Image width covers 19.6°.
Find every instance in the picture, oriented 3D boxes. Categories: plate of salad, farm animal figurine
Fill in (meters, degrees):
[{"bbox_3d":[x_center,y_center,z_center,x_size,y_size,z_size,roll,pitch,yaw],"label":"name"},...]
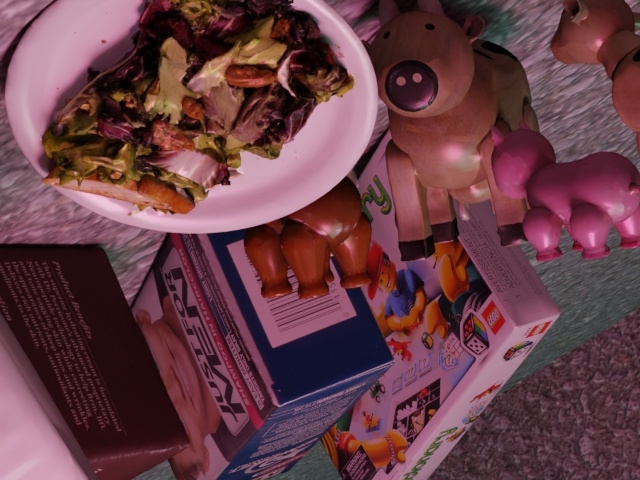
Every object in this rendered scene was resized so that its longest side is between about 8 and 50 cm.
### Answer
[{"bbox_3d":[-0.068,-0.065,0.987,0.199,0.048,0.200,-1,137,-1],"label":"plate of salad"},{"bbox_3d":[0.104,-0.080,1.170,0.330,0.172,0.327,-10,-176,-2],"label":"farm animal figurine"}]

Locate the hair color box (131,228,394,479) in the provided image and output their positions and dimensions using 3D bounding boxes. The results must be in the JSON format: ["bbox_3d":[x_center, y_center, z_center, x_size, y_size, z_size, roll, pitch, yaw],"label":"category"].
[{"bbox_3d":[-0.064,0.089,1.506,0.105,0.174,0.347,-19,166,-21],"label":"hair color box"}]

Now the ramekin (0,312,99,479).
[{"bbox_3d":[-0.227,0.087,1.007,0.135,0.277,0.277,-32,168,-7],"label":"ramekin"}]

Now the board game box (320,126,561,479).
[{"bbox_3d":[0.064,0.069,1.502,0.053,0.193,0.305,-14,151,-33],"label":"board game box"}]

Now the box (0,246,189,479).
[{"bbox_3d":[-0.235,0.114,1.300,0.167,0.168,0.203,-32,165,24],"label":"box"}]

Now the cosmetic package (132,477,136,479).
[{"bbox_3d":[-0.299,0.234,1.758,0.238,0.127,0.107,-30,166,29],"label":"cosmetic package"}]
